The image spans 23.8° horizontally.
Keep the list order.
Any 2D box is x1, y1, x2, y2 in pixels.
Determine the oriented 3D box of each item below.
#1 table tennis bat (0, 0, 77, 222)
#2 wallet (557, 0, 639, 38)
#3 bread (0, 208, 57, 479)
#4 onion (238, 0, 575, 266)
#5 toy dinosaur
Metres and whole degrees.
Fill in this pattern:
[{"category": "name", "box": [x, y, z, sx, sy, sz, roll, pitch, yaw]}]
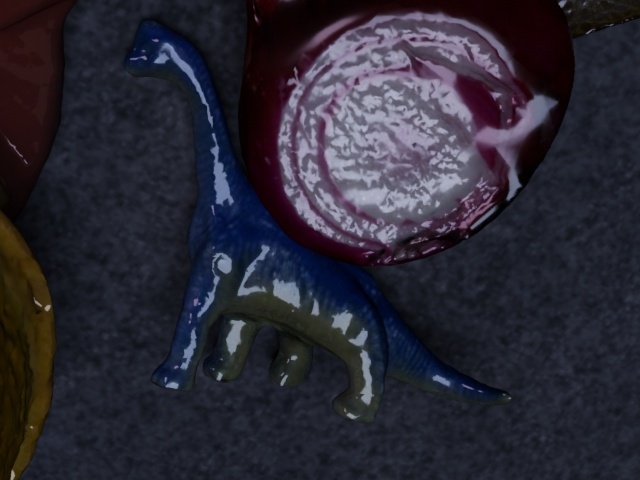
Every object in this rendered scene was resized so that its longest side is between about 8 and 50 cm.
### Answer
[{"category": "table tennis bat", "box": [-0.229, -0.093, 0.747, 0.415, 0.051, 0.268, -25, 119, 7]}, {"category": "wallet", "box": [0.203, -0.189, 0.770, 0.243, 0.039, 0.133, -18, 123, 0]}, {"category": "bread", "box": [-0.314, 0.090, 0.704, 0.337, 0.204, 0.358, 35, 113, -18]}, {"category": "onion", "box": [0.023, -0.095, 0.744, 0.173, 0.135, 0.198, -38, 101, 9]}, {"category": "toy dinosaur", "box": [0.000, 0.000, 0.818, 0.248, 0.075, 0.188, 13, 103, -9]}]
